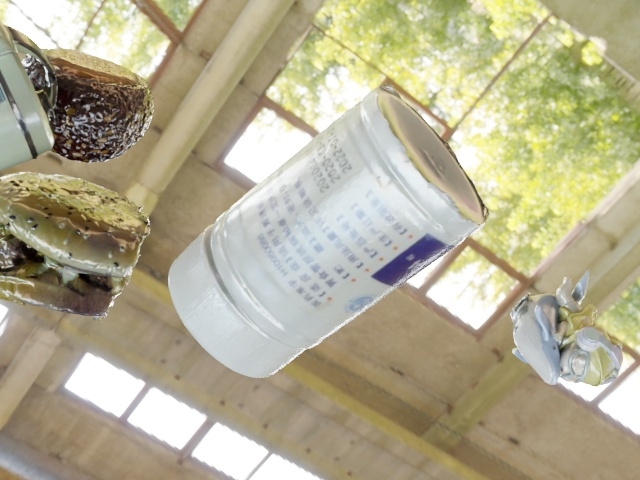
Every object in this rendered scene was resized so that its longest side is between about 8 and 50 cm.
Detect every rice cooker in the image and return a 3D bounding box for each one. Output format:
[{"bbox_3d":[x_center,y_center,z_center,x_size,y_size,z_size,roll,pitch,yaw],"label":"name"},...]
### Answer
[{"bbox_3d":[-0.487,-0.197,1.046,0.244,0.226,0.226,-23,-127,-16],"label":"rice cooker"}]

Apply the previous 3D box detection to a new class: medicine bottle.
[{"bbox_3d":[0.000,0.000,0.864,0.190,0.332,0.190,42,-156,-24],"label":"medicine bottle"}]

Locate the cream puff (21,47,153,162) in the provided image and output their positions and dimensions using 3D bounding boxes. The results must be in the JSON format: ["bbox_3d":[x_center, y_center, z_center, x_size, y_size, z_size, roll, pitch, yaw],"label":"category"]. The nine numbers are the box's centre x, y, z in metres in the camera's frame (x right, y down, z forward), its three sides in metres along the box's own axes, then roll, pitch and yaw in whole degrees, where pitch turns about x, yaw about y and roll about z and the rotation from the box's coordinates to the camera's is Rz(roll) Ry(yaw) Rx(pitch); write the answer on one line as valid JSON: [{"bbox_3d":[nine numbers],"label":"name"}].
[{"bbox_3d":[-0.410,-0.232,1.318,0.239,0.164,0.239,19,-160,-7],"label":"cream puff"}]

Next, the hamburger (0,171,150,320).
[{"bbox_3d":[-0.458,0.004,1.322,0.277,0.195,0.318,18,-167,-25],"label":"hamburger"}]

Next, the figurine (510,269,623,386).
[{"bbox_3d":[0.392,0.146,1.209,0.184,0.128,0.208,26,-128,16],"label":"figurine"}]
